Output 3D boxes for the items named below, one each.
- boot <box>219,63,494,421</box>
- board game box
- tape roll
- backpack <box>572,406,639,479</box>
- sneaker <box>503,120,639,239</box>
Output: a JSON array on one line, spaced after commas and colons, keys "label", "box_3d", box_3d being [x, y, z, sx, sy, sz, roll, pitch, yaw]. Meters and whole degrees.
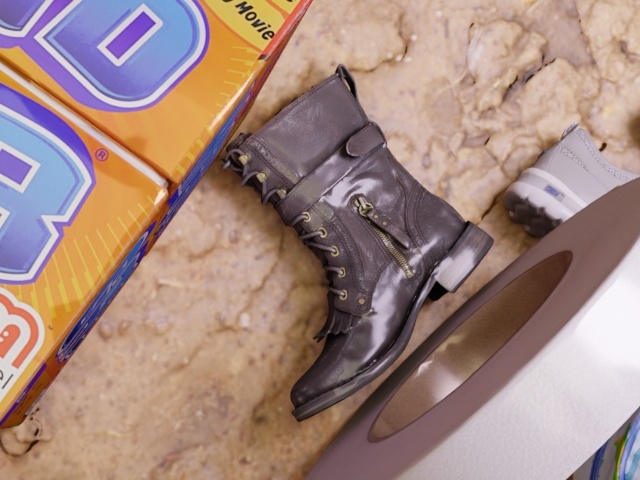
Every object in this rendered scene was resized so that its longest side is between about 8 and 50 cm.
[{"label": "boot", "box_3d": [0.000, 0.000, 1.086, 0.229, 0.091, 0.263, 43, 69, 0]}, {"label": "board game box", "box_3d": [-0.265, -0.109, 0.906, 0.356, 0.356, 0.356, 35, 78, -5]}, {"label": "tape roll", "box_3d": [0.135, 0.102, 0.937, 0.072, 0.392, 0.392, 46, 77, -1]}, {"label": "backpack", "box_3d": [0.376, 0.263, 1.050, 0.290, 0.273, 0.355, -31, 76, -7]}, {"label": "sneaker", "box_3d": [0.310, -0.002, 1.128, 0.281, 0.105, 0.115, 35, 78, -4]}]
